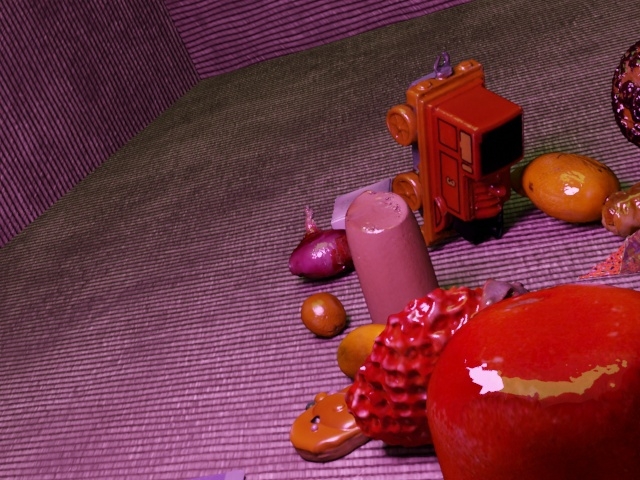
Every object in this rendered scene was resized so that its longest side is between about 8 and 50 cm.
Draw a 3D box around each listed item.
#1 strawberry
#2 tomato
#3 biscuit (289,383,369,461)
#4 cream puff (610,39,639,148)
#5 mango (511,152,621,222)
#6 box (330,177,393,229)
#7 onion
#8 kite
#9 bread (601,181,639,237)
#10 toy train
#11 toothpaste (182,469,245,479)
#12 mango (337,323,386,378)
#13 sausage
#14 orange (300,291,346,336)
[{"bbox_3d":[0.188,0.192,1.771,0.336,0.265,0.149,-40,52,29],"label":"strawberry"},{"bbox_3d":[0.281,0.209,1.462,0.325,0.293,0.290,-3,13,12],"label":"tomato"},{"bbox_3d":[0.027,0.259,1.966,0.170,0.050,0.170,-21,20,8],"label":"biscuit"},{"bbox_3d":[0.613,-0.249,2.264,0.239,0.239,0.165,-14,13,28],"label":"cream puff"},{"bbox_3d":[0.422,-0.102,2.283,0.157,0.108,0.262,-7,18,-21],"label":"mango"},{"bbox_3d":[0.092,-0.065,2.688,0.129,0.051,0.130,-20,20,14],"label":"box"},{"bbox_3d":[0.000,0.000,2.507,0.150,0.140,0.150,-16,6,2],"label":"onion"},{"bbox_3d":[0.511,0.015,2.035,0.222,0.008,0.125,-41,32,1],"label":"kite"},{"bbox_3d":[0.627,-0.098,2.121,0.368,0.084,0.077,-22,-19,6],"label":"bread"},{"bbox_3d":[0.246,-0.154,2.320,0.163,0.369,0.232,-27,39,-26],"label":"toy train"},{"bbox_3d":[-0.295,0.409,1.944,0.371,0.080,0.125,-16,21,11],"label":"toothpaste"},{"bbox_3d":[0.079,0.179,2.034,0.066,0.101,0.187,-38,10,-32],"label":"mango"},{"bbox_3d":[0.118,0.050,2.089,0.123,0.252,0.123,-17,20,7],"label":"sausage"},{"bbox_3d":[0.006,0.129,2.280,0.085,0.085,0.085,-22,20,9],"label":"orange"}]
